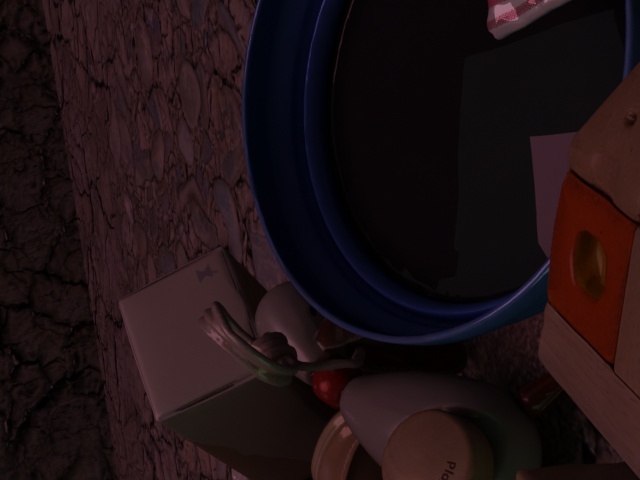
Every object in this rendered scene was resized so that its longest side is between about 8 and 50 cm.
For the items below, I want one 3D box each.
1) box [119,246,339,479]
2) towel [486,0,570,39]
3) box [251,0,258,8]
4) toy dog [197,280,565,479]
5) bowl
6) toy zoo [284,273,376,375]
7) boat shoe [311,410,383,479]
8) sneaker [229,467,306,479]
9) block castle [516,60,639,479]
[{"bbox_3d":[-0.073,0.143,1.335,0.148,0.121,0.311,68,-172,30],"label":"box"},{"bbox_3d":[0.135,-0.237,0.787,0.144,0.029,0.197,-28,65,51],"label":"towel"},{"bbox_3d":[-0.047,-0.309,1.333,0.190,0.045,0.184,65,164,-11],"label":"box"},{"bbox_3d":[0.081,0.107,1.064,0.334,0.161,0.220,39,-177,20],"label":"toy dog"},{"bbox_3d":[0.087,-0.119,0.925,0.391,0.077,0.391,-6,82,50],"label":"bowl"},{"bbox_3d":[0.000,0.000,1.424,0.192,0.030,0.293,102,151,-43],"label":"toy zoo"},{"bbox_3d":[0.057,0.275,1.288,0.098,0.109,0.302,53,151,42],"label":"boat shoe"},{"bbox_3d":[-0.051,0.220,1.572,0.108,0.100,0.271,37,138,47],"label":"sneaker"},{"bbox_3d":[0.251,0.097,0.442,0.213,0.303,0.453,-123,31,-60],"label":"block castle"}]
